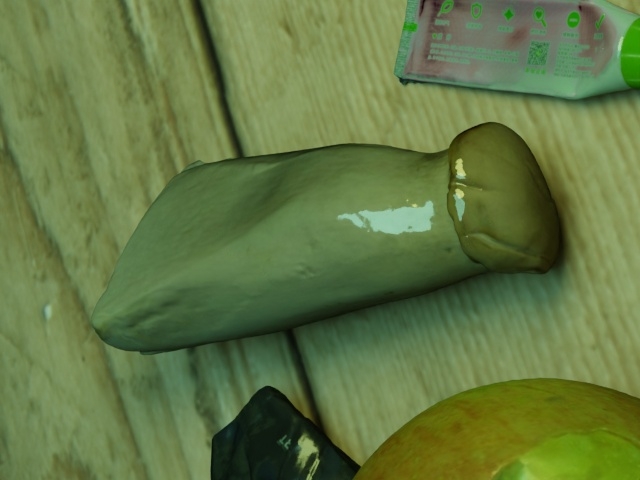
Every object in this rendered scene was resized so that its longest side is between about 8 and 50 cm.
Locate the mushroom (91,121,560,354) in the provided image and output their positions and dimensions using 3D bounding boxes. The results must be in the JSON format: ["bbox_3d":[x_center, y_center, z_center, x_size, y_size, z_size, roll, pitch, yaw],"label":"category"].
[{"bbox_3d":[0.000,-0.005,1.532,0.407,0.137,0.154,-12,34,31],"label":"mushroom"}]

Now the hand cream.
[{"bbox_3d":[0.166,-0.154,1.486,0.275,0.050,0.079,12,65,44],"label":"hand cream"}]

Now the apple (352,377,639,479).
[{"bbox_3d":[0.153,0.251,1.249,0.339,0.339,0.340,-7,79,37],"label":"apple"}]

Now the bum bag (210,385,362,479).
[{"bbox_3d":[0.011,0.228,1.526,0.310,0.074,0.137,32,113,37],"label":"bum bag"}]
